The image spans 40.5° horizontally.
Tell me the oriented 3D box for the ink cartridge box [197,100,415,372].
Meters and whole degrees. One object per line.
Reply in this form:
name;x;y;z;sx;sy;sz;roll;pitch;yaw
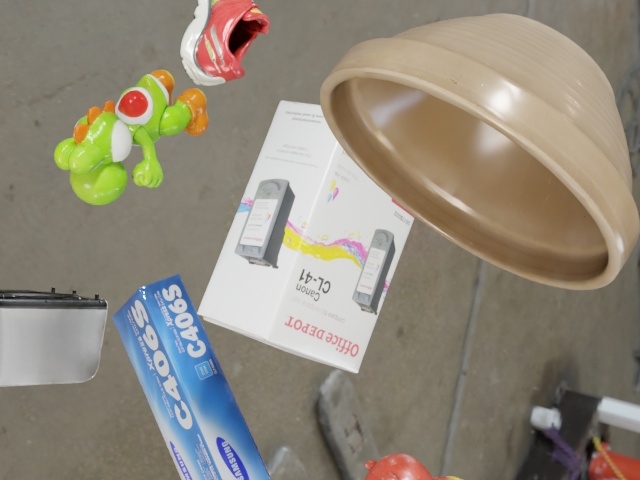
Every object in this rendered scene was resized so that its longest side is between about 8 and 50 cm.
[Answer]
ink cartridge box;0.000;0.000;1.159;0.226;0.131;0.306;29;77;-51

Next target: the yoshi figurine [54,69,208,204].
yoshi figurine;-0.394;-0.196;1.763;0.362;0.204;0.203;-44;111;-46

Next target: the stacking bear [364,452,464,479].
stacking bear;0.183;0.425;1.288;0.289;0.175;0.164;38;87;-14

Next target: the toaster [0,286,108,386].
toaster;-0.380;0.114;1.077;0.186;0.168;0.110;5;88;-42

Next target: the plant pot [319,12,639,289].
plant pot;0.125;-0.077;0.603;0.109;0.237;0.237;-53;140;-11

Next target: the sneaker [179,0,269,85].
sneaker;-0.136;-0.368;1.419;0.107;0.118;0.279;56;40;-60

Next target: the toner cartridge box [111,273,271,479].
toner cartridge box;-0.208;0.242;1.360;0.075;0.165;0.347;-20;80;-32
